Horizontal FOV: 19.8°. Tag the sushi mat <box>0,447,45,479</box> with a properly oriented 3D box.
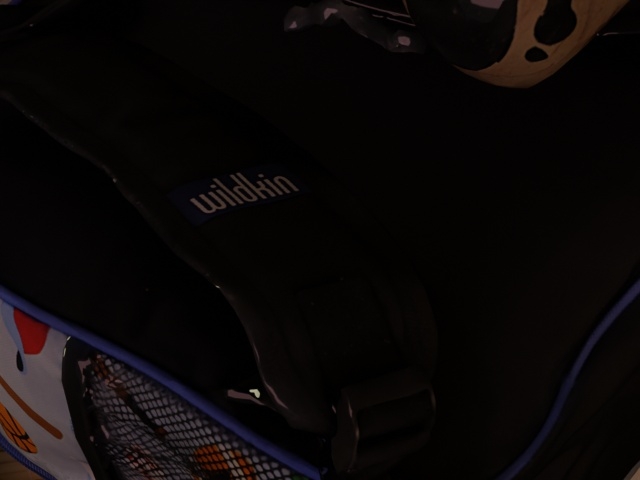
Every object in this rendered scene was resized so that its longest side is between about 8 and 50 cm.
[{"bbox_3d":[-0.167,0.181,0.958,0.316,0.019,0.151,-14,102,39],"label":"sushi mat"}]

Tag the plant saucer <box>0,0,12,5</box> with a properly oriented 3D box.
[{"bbox_3d":[-0.292,-0.156,0.648,0.400,0.100,0.400,0,129,0],"label":"plant saucer"}]

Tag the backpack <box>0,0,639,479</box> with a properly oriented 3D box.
[{"bbox_3d":[0.000,0.000,0.612,0.263,0.276,0.213,30,140,25],"label":"backpack"}]

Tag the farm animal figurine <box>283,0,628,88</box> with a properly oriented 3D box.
[{"bbox_3d":[0.118,-0.199,0.411,0.326,0.172,0.330,-4,111,15],"label":"farm animal figurine"}]
